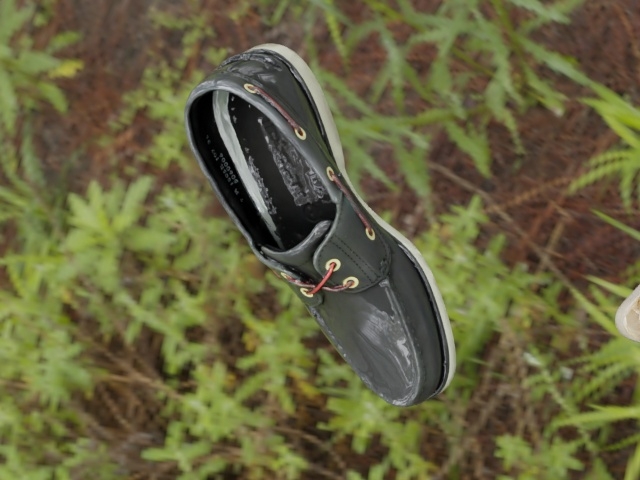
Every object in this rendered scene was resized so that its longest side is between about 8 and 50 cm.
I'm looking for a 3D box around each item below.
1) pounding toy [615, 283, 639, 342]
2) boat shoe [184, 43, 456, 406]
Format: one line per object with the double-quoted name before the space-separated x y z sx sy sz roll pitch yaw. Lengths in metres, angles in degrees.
"pounding toy" 0.251 -0.055 0.832 0.269 0.154 0.155 -58 12 -5
"boat shoe" -0.001 0.001 0.576 0.049 0.042 0.133 -23 100 36
